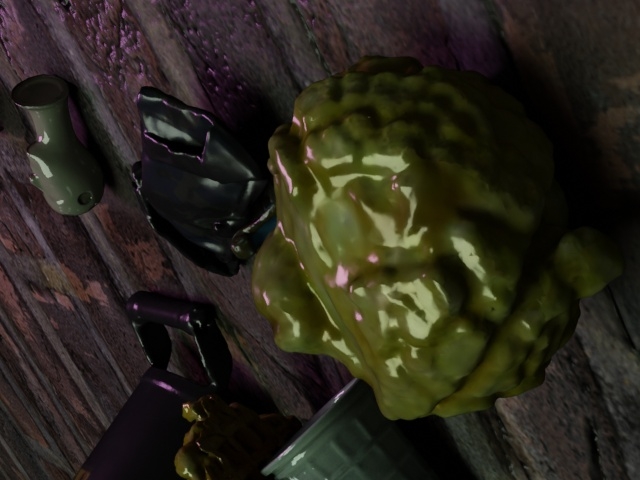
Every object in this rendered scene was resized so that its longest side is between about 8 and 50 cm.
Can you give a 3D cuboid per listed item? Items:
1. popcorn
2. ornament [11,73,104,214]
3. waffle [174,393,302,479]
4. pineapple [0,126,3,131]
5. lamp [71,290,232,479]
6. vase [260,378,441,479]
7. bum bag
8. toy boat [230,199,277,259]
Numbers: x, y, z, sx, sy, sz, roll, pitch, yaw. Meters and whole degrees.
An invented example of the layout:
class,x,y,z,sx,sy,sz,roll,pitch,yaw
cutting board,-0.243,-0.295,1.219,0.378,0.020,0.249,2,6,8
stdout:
class,x,y,z,sx,sy,sz,roll,pitch,yaw
popcorn,0.072,0.001,0.836,0.255,0.195,0.256,1,126,45
ornament,-0.287,-0.097,1.389,0.075,0.081,0.156,32,144,43
waffle,-0.025,0.266,1.254,0.291,0.291,0.051,47,112,9
pineapple,-0.518,-0.208,1.584,0.277,0.119,0.130,40,107,20
lamp,-0.185,0.287,1.489,0.205,0.272,0.374,6,128,53
vase,0.095,0.277,1.196,0.299,0.143,0.143,47,153,3
bum bag,-0.116,-0.053,1.174,0.137,0.074,0.310,36,158,4
toy boat,0.000,0.000,1.056,0.185,0.077,0.075,17,138,49
